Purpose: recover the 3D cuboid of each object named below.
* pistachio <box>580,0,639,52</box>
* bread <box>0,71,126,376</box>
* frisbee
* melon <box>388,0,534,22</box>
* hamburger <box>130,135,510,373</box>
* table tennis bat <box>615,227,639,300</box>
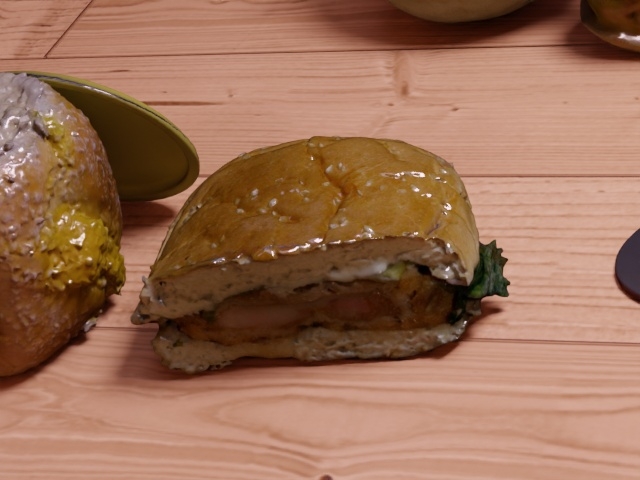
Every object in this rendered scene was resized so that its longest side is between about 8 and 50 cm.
[{"bbox_3d":[0.386,-0.288,1.889,0.288,0.166,0.197,-12,47,1],"label":"pistachio"},{"bbox_3d":[-0.265,-0.022,1.637,0.176,0.246,0.195,-2,36,20],"label":"bread"},{"bbox_3d":[-0.223,-0.095,1.768,0.236,0.236,0.017,2,64,23],"label":"frisbee"},{"bbox_3d":[0.157,-0.351,1.990,0.272,0.272,0.308,-33,19,-29],"label":"melon"},{"bbox_3d":[0.000,0.000,1.616,0.309,0.132,0.211,-8,34,11],"label":"hamburger"},{"bbox_3d":[0.368,0.021,1.554,0.274,0.021,0.154,9,38,35],"label":"table tennis bat"}]
